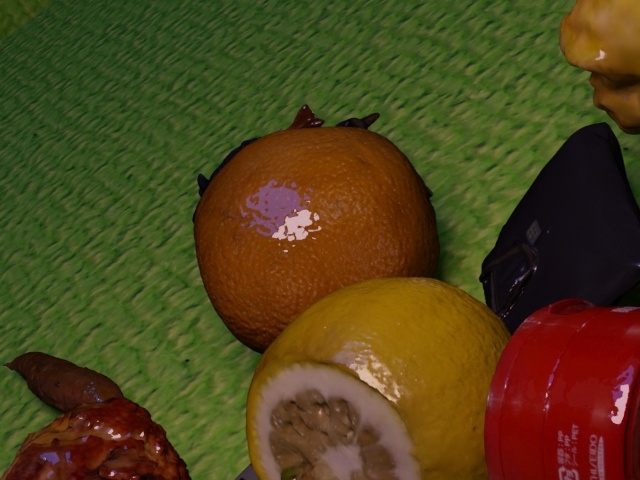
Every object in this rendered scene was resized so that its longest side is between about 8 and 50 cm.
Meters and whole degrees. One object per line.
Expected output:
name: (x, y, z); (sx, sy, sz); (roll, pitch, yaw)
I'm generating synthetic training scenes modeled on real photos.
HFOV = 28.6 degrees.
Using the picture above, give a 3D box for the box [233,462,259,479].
box: (-0.054, 0.261, 1.209); (0.177, 0.036, 0.115); (-45, 32, -16)

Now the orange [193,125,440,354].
orange: (0.000, 0.000, 1.318); (0.264, 0.264, 0.264); (-24, 33, 17)

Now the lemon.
lemon: (0.073, 0.144, 1.074); (0.240, 0.240, 0.219); (-3, 18, 41)

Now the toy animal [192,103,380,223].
toy animal: (-0.050, -0.083, 1.561); (0.298, 0.122, 0.185); (-23, 18, 29)

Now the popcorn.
popcorn: (0.382, -0.192, 1.162); (0.297, 0.316, 0.281); (-18, 43, 48)

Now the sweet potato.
sweet potato: (-0.314, 0.176, 1.531); (0.314, 0.072, 0.066); (14, 69, 48)

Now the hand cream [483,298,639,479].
hand cream: (0.228, 0.143, 0.964); (0.125, 0.193, 0.193); (4, 48, 43)

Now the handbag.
handbag: (0.225, 0.024, 1.190); (0.211, 0.089, 0.254); (-51, 20, 28)

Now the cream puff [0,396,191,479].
cream puff: (-0.214, 0.311, 1.090); (0.350, 0.229, 0.350); (-60, 6, 11)
